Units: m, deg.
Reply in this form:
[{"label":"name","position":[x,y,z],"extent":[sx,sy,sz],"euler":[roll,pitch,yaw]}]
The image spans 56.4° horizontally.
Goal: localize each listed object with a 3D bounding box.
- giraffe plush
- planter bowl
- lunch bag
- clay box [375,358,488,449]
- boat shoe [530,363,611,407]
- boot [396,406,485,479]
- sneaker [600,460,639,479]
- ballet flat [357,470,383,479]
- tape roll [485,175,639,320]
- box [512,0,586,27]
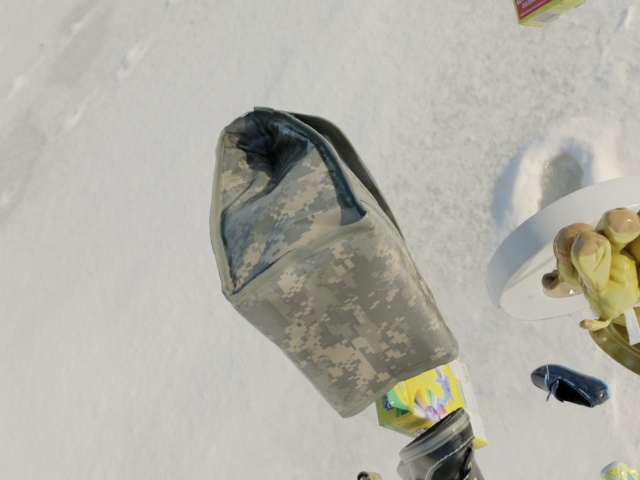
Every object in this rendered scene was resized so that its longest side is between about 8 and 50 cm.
[{"label":"giraffe plush","position":[0.440,0.035,0.946],"extent":[0.181,0.210,0.170],"euler":[-7,19,-7]},{"label":"planter bowl","position":[0.657,0.194,1.188],"extent":[0.090,0.217,0.217],"euler":[-49,45,-12]},{"label":"lunch bag","position":[0.000,0.000,0.647],"extent":[0.169,0.235,0.287],"euler":[-31,39,6]},{"label":"clay box","position":[0.134,0.198,0.800],"extent":[0.053,0.222,0.127],"euler":[-34,44,28]},{"label":"boat shoe","position":[0.696,0.415,1.715],"extent":[0.089,0.109,0.258],"euler":[-28,6,-24]},{"label":"boot","position":[0.164,0.286,0.636],"extent":[0.085,0.236,0.179],"euler":[-29,63,-14]},{"label":"sneaker","position":[0.779,0.638,1.501],"extent":[0.091,0.240,0.126],"euler":[-42,47,15]},{"label":"ballet flat","position":[0.109,0.600,1.353],"extent":[0.206,0.067,0.073],"euler":[-93,29,-76]},{"label":"tape roll","position":[0.520,0.030,1.181],"extent":[0.392,0.392,0.072],"euler":[-30,54,17]},{"label":"box","position":[0.280,-0.409,0.785],"extent":[0.087,0.058,0.232],"euler":[-18,84,55]}]
